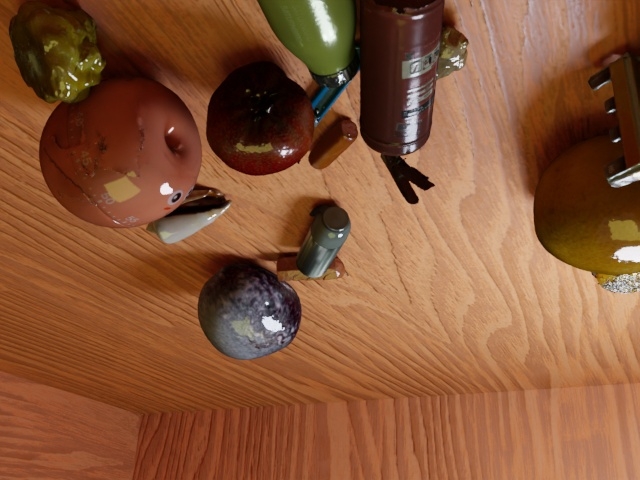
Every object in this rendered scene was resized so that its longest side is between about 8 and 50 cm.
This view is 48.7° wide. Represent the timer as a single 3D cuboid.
[{"bbox_3d":[-0.302,-0.134,1.083,0.214,0.230,0.229,-17,149,25],"label":"timer"}]

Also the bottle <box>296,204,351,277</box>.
[{"bbox_3d":[0.000,0.000,1.533,0.096,0.079,0.254,42,155,6],"label":"bottle"}]

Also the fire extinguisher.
[{"bbox_3d":[0.114,-0.188,0.951,0.106,0.147,0.337,-23,144,-13],"label":"fire extinguisher"}]

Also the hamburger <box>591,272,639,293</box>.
[{"bbox_3d":[0.691,0.065,1.587,0.164,0.093,0.189,-14,152,30],"label":"hamburger"}]

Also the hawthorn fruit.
[{"bbox_3d":[-0.092,-0.173,1.068,0.169,0.169,0.188,5,166,-5],"label":"hawthorn fruit"}]

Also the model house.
[{"bbox_3d":[0.514,-0.168,0.946,0.198,0.224,0.215,16,153,-26],"label":"model house"}]

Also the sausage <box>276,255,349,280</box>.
[{"bbox_3d":[-0.018,0.066,1.686,0.169,0.065,0.065,-2,155,8],"label":"sausage"}]

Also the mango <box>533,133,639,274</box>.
[{"bbox_3d":[0.495,-0.047,1.226,0.263,0.221,0.378,10,169,3],"label":"mango"}]

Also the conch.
[{"bbox_3d":[-0.270,-0.053,1.420,0.176,0.094,0.104,-11,113,17],"label":"conch"}]

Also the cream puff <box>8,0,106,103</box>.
[{"bbox_3d":[-0.347,-0.258,0.965,0.116,0.146,0.146,-29,177,-39],"label":"cream puff"}]

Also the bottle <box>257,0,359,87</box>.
[{"bbox_3d":[-0.014,-0.289,0.862,0.112,0.112,0.260,-5,154,15],"label":"bottle"}]

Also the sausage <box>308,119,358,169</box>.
[{"bbox_3d":[0.019,-0.162,1.216,0.039,0.041,0.131,-9,164,-31],"label":"sausage"}]

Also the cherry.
[{"bbox_3d":[-0.179,0.180,1.770,0.254,0.218,0.296,-10,141,24],"label":"cherry"}]

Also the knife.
[{"bbox_3d":[-0.001,-0.218,1.116,0.044,0.026,0.296,23,150,-15],"label":"knife"}]

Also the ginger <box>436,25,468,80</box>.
[{"bbox_3d":[0.144,-0.247,1.013,0.069,0.051,0.173,24,146,-33],"label":"ginger"}]
